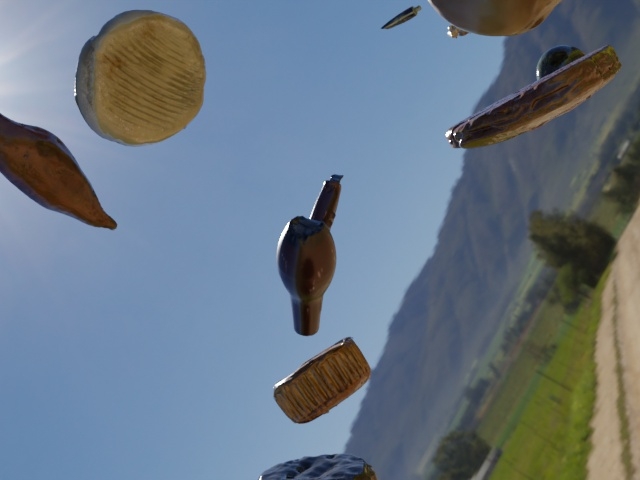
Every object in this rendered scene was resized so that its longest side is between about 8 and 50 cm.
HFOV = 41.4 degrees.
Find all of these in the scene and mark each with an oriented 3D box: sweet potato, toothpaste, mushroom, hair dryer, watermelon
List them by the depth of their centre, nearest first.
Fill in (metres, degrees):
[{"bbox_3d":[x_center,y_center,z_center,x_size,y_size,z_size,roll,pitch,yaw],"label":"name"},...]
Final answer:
[{"bbox_3d":[-0.469,-0.130,1.394,0.112,0.359,0.112,-33,31,23],"label":"sweet potato"},{"bbox_3d":[0.151,-0.413,1.572,0.083,0.019,0.027,-25,-1,29],"label":"toothpaste"},{"bbox_3d":[0.489,-0.336,1.676,0.133,0.105,0.105,-21,-37,-35],"label":"watermelon"},{"bbox_3d":[0.290,-0.441,1.766,0.049,0.019,0.101,-29,21,3],"label":"mushroom"},{"bbox_3d":[0.000,0.000,1.853,0.313,0.123,0.341,89,-164,-48],"label":"hair dryer"}]

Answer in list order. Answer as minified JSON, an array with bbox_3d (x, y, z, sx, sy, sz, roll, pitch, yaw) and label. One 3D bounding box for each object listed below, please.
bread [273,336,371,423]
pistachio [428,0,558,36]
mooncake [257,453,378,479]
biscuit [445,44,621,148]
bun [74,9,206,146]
[{"bbox_3d":[0.007,0.268,1.589,0.199,0.104,0.199,-34,-6,-4],"label":"bread"},{"bbox_3d":[0.345,-0.577,1.541,0.281,0.365,0.446,49,-133,-74],"label":"pistachio"},{"bbox_3d":[-0.011,0.567,1.831,0.290,0.290,0.162,-17,-80,-69],"label":"mooncake"},{"bbox_3d":[0.262,-0.168,1.112,0.262,0.052,0.277,-27,4,31],"label":"biscuit"},{"bbox_3d":[-0.239,-0.215,1.097,0.183,0.102,0.184,-19,-60,-35],"label":"bun"}]
